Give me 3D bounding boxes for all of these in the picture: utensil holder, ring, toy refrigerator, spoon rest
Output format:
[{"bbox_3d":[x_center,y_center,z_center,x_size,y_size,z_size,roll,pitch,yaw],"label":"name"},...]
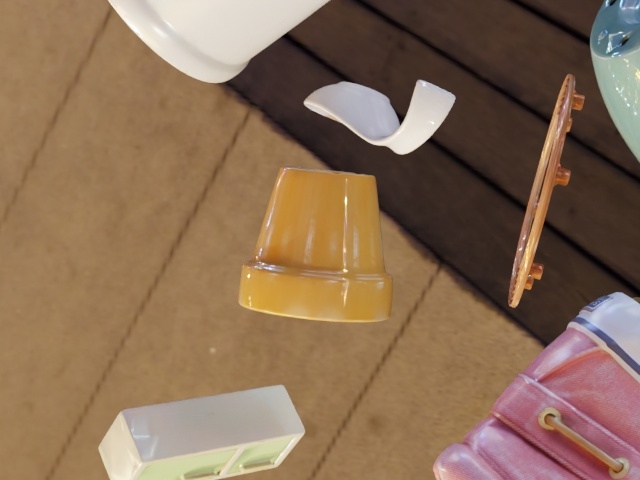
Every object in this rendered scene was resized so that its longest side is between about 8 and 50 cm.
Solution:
[{"bbox_3d":[-0.076,-0.447,1.712,0.385,0.327,0.328,-33,58,23],"label":"utensil holder"},{"bbox_3d":[0.318,-0.067,1.837,0.032,0.336,0.337,14,88,5],"label":"ring"},{"bbox_3d":[-0.164,0.286,1.856,0.102,0.269,0.094,-55,52,40],"label":"toy refrigerator"},{"bbox_3d":[0.070,-0.156,1.683,0.276,0.137,0.084,8,78,66],"label":"spoon rest"}]

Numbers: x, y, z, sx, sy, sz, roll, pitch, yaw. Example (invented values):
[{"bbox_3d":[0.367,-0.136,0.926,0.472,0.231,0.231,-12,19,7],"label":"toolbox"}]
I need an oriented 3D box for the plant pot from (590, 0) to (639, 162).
[{"bbox_3d":[0.369,-0.151,1.084,0.293,0.235,0.293,-46,17,19],"label":"plant pot"}]

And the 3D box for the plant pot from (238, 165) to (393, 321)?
[{"bbox_3d":[0.000,0.000,1.743,0.205,0.205,0.188,9,96,44],"label":"plant pot"}]

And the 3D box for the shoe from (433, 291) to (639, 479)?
[{"bbox_3d":[0.113,0.102,0.363,0.081,0.063,0.178,-42,69,-4],"label":"shoe"}]

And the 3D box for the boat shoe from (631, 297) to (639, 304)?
[{"bbox_3d":[0.382,0.148,1.602,0.049,0.056,0.152,-24,57,57],"label":"boat shoe"}]
